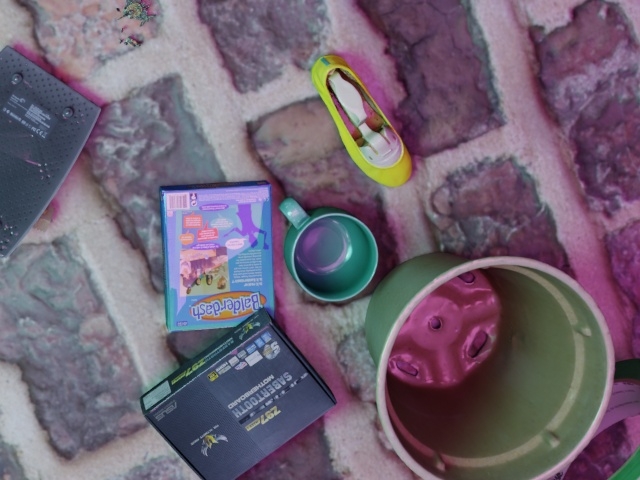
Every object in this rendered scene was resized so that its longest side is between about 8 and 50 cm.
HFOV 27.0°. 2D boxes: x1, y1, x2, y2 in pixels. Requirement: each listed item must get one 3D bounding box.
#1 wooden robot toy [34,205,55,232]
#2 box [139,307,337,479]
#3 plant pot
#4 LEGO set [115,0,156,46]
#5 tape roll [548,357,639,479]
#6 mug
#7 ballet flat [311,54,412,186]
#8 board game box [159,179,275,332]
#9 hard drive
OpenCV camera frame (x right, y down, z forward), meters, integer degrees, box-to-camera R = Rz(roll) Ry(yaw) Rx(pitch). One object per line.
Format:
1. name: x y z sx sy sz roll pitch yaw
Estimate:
1. wooden robot toy: -0.464 -0.040 1.861 0.173 0.076 0.079 7 143 -24
2. box: -0.120 0.236 1.963 0.233 0.059 0.183 -35 118 2
3. plant pot: 0.205 0.156 1.914 0.334 0.305 0.333 -2 101 -12
4. LEGO set: -0.262 -0.313 1.866 0.054 0.023 0.083 26 108 -14
5. tape roll: 0.421 0.319 1.987 0.321 0.321 0.077 -44 107 -1
6. mug: 0.009 0.002 1.948 0.129 0.097 0.157 -10 103 -10
7. ballet flat: 0.063 -0.168 1.935 0.077 0.077 0.231 -36 107 -4
8. board game box: -0.149 0.022 1.942 0.160 0.047 0.210 -3 102 -12
9. hard drive: -0.429 -0.117 1.806 0.172 0.054 0.254 34 69 -15
